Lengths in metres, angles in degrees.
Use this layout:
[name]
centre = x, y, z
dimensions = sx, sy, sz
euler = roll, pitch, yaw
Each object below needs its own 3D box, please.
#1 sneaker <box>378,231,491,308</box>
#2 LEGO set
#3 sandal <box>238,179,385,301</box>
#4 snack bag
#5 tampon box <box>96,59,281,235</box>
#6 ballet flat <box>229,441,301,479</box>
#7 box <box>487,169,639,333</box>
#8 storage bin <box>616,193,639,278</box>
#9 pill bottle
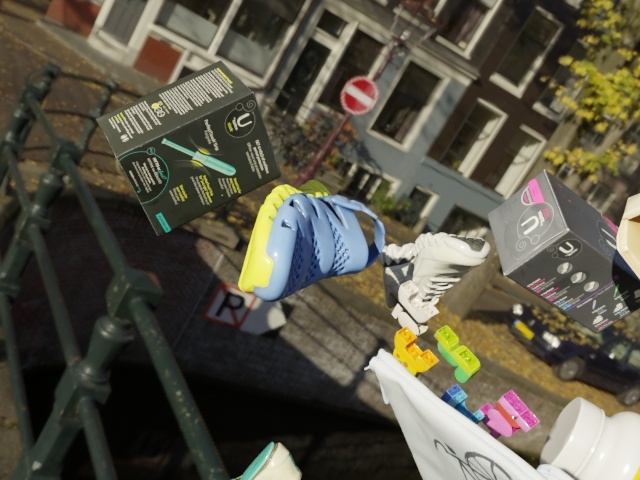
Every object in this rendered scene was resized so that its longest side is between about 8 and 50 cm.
[sneaker]
centre = 0.184, 0.055, 1.133
dimensions = 0.110, 0.118, 0.292
euler = 8, -11, -16
[LEGO set]
centre = 0.139, 0.171, 0.840
dimensions = 0.087, 0.093, 0.227
euler = -21, 59, -36
[sandal]
centre = 0.000, 0.000, 0.861
dimensions = 0.138, 0.126, 0.317
euler = 24, 21, 10
[snack bag]
centre = 0.196, 0.264, 0.571
dimensions = 0.342, 0.037, 0.323
euler = 32, -24, 44
[tampon box]
centre = -0.148, -0.106, 0.784
dimensions = 0.101, 0.161, 0.120
euler = 50, -17, 45
[ballet flat]
centre = -0.118, 0.426, 1.140
dimensions = 0.086, 0.248, 0.086
euler = 30, 34, -23
[box]
centre = 0.457, 0.025, 1.253
dimensions = 0.270, 0.143, 0.165
euler = 29, 36, -27
[storage bin]
centre = 0.619, 0.013, 0.993
dimensions = 0.260, 0.262, 0.123
euler = 47, 47, -11
[pill bottle]
centre = 0.546, 0.404, 1.129
dimensions = 0.333, 0.188, 0.188
euler = 29, 14, 11
